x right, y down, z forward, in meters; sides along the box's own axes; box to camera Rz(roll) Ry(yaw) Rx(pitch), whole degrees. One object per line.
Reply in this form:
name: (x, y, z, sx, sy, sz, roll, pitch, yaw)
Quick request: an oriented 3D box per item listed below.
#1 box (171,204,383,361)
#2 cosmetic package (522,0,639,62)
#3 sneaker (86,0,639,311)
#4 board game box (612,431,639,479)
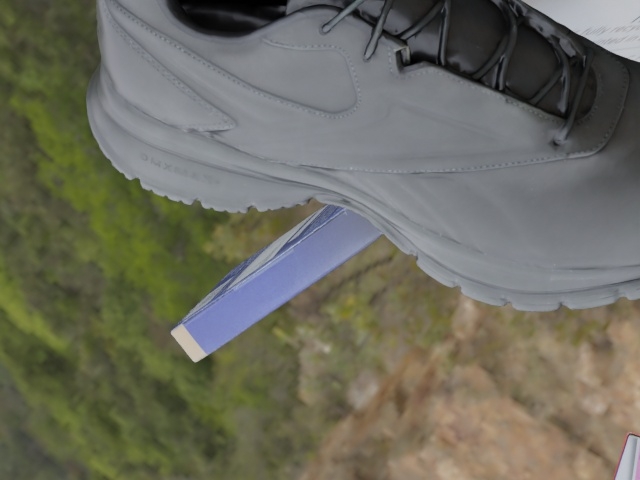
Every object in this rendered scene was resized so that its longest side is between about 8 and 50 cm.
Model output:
box: (0.000, 0.000, 1.164, 0.225, 0.136, 0.036, -36, 95, 27)
cosmetic package: (0.099, -0.287, 0.812, 0.327, 0.329, 0.394, -37, 72, 45)
sneaker: (0.039, -0.059, 0.603, 0.286, 0.109, 0.130, 11, 142, 8)
board game box: (0.379, 0.377, 1.562, 0.242, 0.316, 0.064, 16, 156, 16)
